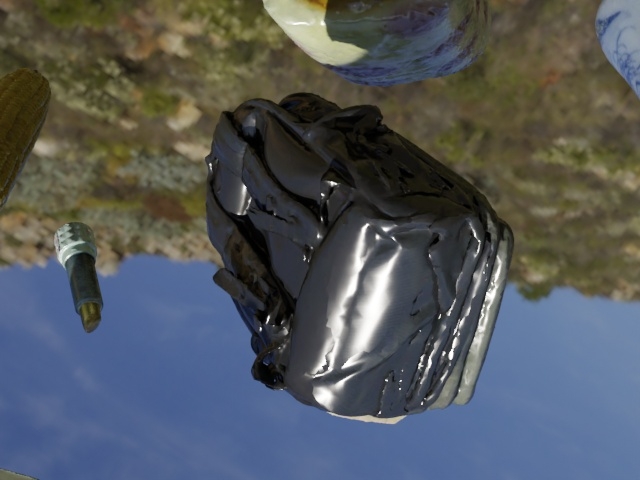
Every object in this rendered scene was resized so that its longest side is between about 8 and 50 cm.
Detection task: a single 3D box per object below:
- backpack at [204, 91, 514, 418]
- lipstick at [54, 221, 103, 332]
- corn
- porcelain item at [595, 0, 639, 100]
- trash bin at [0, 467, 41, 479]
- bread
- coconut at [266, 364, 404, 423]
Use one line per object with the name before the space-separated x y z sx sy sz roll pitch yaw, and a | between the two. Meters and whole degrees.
backpack | 0.000 0.000 0.888 0.133 0.206 0.258 -1 -151 -33
lipstick | -0.207 0.034 1.139 0.037 0.037 0.116 22 -149 -38
corn | -0.349 -0.106 1.402 0.080 0.080 0.231 30 -142 -17
porcelain item | 0.402 -0.224 1.516 0.141 0.141 0.259 25 -139 -31
trash bin | -0.393 0.333 1.289 0.164 0.241 0.122 20 160 -9
bread | 0.066 -0.236 1.276 0.187 0.155 0.338 -1 179 10
coconut | 0.037 0.078 1.349 0.236 0.197 0.237 17 180 0
